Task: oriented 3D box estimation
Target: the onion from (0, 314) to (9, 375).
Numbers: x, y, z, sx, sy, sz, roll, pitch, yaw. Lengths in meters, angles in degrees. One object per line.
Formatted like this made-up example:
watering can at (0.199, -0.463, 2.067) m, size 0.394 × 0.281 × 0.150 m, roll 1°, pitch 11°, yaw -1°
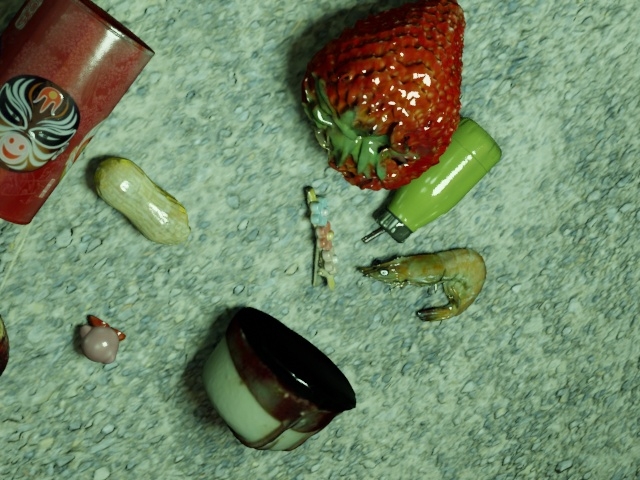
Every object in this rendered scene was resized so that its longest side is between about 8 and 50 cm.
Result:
onion at (-0.627, 0.167, 1.745) m, size 0.246 × 0.190 × 0.246 m, roll -11°, pitch 136°, yaw -11°

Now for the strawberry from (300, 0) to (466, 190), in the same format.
strawberry at (0.131, -0.267, 1.855) m, size 0.351 × 0.267 × 0.312 m, roll -55°, pitch 156°, yaw -26°

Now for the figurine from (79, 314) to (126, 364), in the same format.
figurine at (-0.394, 0.180, 1.920) m, size 0.083 × 0.067 × 0.071 m, roll 35°, pitch 76°, yaw -16°

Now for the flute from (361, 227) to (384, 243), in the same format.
flute at (0.196, -0.068, 2.089) m, size 0.270 × 0.014 × 0.014 m, roll -32°, pitch 121°, yaw -6°

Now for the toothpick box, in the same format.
toothpick box at (-0.430, -0.214, 1.644) m, size 0.204 × 0.204 × 0.333 m, roll 35°, pitch 96°, yaw -32°

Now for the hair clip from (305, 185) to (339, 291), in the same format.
hair clip at (0.006, 0.001, 2.014) m, size 0.056 × 0.062 × 0.213 m, roll 7°, pitch 119°, yaw 19°

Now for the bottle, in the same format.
bottle at (0.216, -0.106, 2.022) m, size 0.260 × 0.112 × 0.112 m, roll -46°, pitch 122°, yaw 2°

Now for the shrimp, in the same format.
shrimp at (0.201, 0.096, 2.146) m, size 0.296 × 0.058 × 0.169 m, roll -3°, pitch 117°, yaw -26°

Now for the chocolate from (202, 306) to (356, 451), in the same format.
chocolate at (-0.092, 0.274, 1.980) m, size 0.284 × 0.283 × 0.186 m, roll 32°, pitch 100°, yaw -31°

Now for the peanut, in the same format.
peanut at (-0.301, -0.063, 1.837) m, size 0.087 × 0.087 × 0.207 m, roll -45°, pitch 123°, yaw 2°
